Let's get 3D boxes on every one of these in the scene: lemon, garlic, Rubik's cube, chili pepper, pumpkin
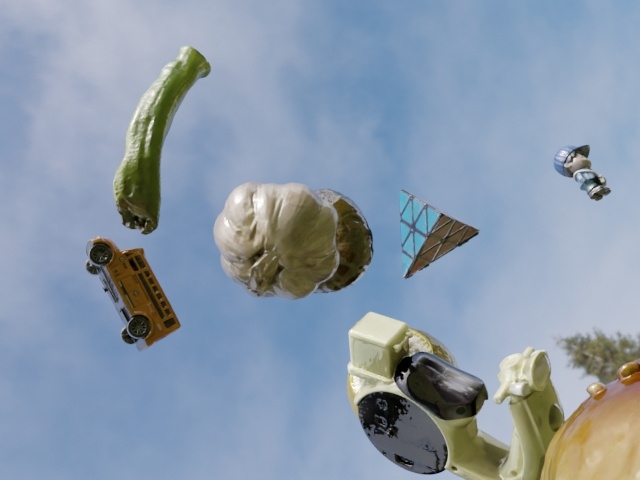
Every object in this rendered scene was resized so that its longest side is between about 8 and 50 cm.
[{"bbox_3d":[0.189,0.320,1.405,0.240,0.240,0.219,-48,-53,-16],"label":"lemon"},{"bbox_3d":[-0.075,0.006,1.138,0.227,0.152,0.228,0,-71,1],"label":"garlic"},{"bbox_3d":[0.253,-0.055,1.528,0.190,0.178,0.211,-8,-37,-34],"label":"Rubik's cube"},{"bbox_3d":[-0.158,-0.105,0.641,0.050,0.052,0.202,58,-138,-58],"label":"chili pepper"},{"bbox_3d":[0.000,0.000,1.319,0.162,0.219,0.219,19,-89,-60],"label":"pumpkin"}]

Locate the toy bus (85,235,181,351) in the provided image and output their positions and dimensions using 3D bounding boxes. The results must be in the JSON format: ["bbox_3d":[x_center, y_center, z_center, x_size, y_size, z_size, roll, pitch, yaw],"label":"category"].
[{"bbox_3d":[-0.306,0.078,1.076,0.088,0.083,0.194,-27,-92,-29],"label":"toy bus"}]

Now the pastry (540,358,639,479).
[{"bbox_3d":[0.390,0.229,0.540,0.409,0.409,0.245,22,-95,-39],"label":"pastry"}]

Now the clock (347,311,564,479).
[{"bbox_3d":[0.216,0.255,0.954,0.120,0.379,0.276,-39,-51,-46],"label":"clock"}]

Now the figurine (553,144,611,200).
[{"bbox_3d":[0.597,-0.155,1.513,0.086,0.149,0.087,4,-39,-37],"label":"figurine"}]
